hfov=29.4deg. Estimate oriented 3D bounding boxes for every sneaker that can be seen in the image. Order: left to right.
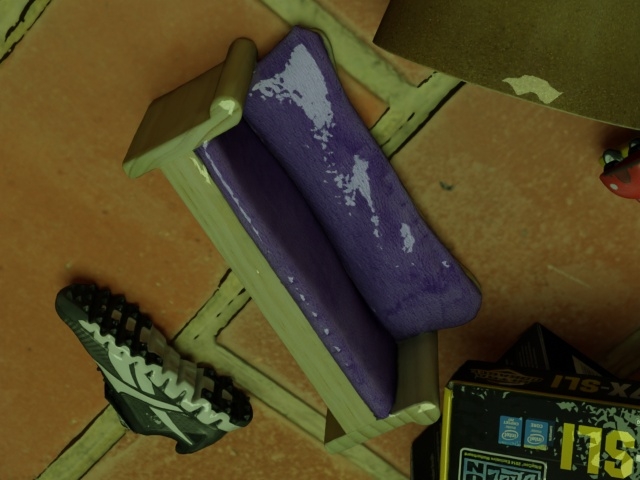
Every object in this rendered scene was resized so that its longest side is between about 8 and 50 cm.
[{"bbox_3d":[-0.186,0.140,1.227,0.234,0.078,0.106,40,111,-19],"label":"sneaker"}]

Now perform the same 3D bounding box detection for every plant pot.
[{"bbox_3d":[0.190,-0.238,0.934,0.237,0.237,0.254,16,105,-5],"label":"plant pot"}]

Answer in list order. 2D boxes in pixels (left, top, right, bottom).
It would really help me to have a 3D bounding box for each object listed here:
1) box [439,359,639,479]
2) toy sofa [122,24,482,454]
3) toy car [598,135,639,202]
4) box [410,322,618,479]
[{"bbox_3d":[0.268,0.255,1.090,0.322,0.079,0.257,7,103,18],"label":"box"},{"bbox_3d":[0.000,0.000,1.100,0.177,0.150,0.362,-26,114,17],"label":"toy sofa"},{"bbox_3d":[0.335,-0.092,0.984,0.225,0.239,0.053,-28,91,14],"label":"toy car"},{"bbox_3d":[0.211,0.213,1.226,0.153,0.108,0.207,33,115,-14],"label":"box"}]
